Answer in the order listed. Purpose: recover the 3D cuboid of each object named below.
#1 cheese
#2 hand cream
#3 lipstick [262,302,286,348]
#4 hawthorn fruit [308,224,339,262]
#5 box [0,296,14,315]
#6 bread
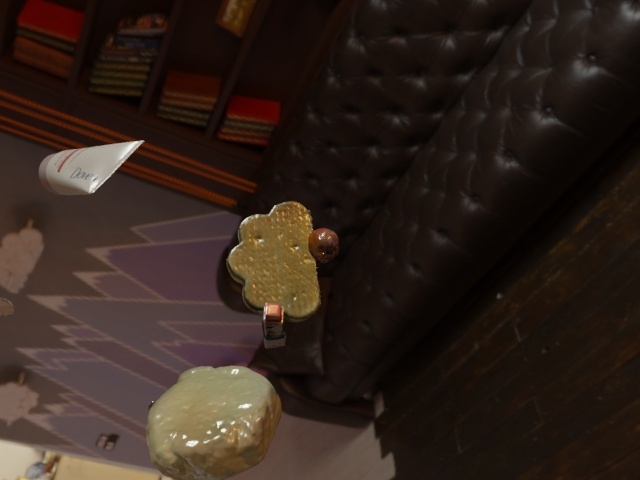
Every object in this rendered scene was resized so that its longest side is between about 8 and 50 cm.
[{"bbox_3d":[-0.254,0.414,1.436,0.326,0.318,0.115,28,132,55],"label":"cheese"},{"bbox_3d":[-0.427,-0.125,1.119,0.248,0.083,0.133,-1,48,44],"label":"hand cream"},{"bbox_3d":[-0.096,0.173,1.281,0.312,0.051,0.051,103,161,-70],"label":"lipstick"},{"bbox_3d":[0.000,0.000,1.262,0.066,0.067,0.103,-65,30,20],"label":"hawthorn fruit"},{"bbox_3d":[-0.784,0.180,1.199,0.262,0.291,0.206,-49,28,42],"label":"box"},{"bbox_3d":[-0.106,0.046,1.375,0.056,0.208,0.286,98,171,-65],"label":"bread"}]
